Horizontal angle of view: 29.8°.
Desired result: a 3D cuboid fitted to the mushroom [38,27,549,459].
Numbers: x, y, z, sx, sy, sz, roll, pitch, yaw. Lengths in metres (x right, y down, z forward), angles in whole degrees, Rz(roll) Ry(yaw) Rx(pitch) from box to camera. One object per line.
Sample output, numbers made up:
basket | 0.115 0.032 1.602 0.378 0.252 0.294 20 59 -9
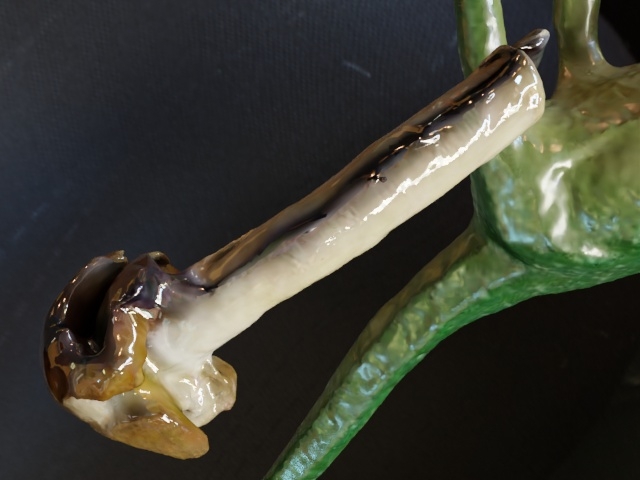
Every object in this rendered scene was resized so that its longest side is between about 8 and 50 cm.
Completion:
mushroom | 0.000 0.000 0.364 0.187 0.061 0.060 -32 25 0

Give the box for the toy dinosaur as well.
toy dinosaur | 0.127 0.020 0.494 0.447 0.087 0.301 2 103 13
